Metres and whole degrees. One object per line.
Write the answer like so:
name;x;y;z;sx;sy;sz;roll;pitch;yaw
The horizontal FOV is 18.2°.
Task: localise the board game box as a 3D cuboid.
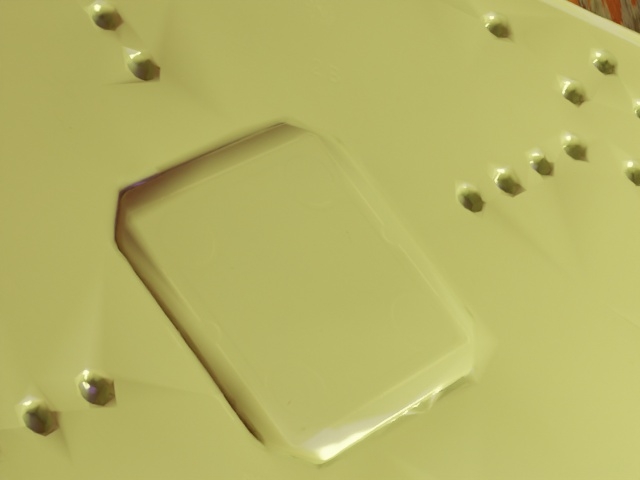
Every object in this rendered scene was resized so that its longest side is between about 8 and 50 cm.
board game box;-0.017;0.026;0.688;0.390;0.050;0.390;21;48;-21
